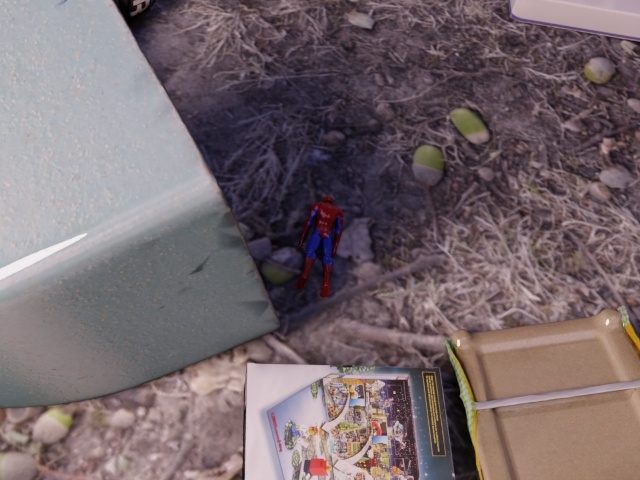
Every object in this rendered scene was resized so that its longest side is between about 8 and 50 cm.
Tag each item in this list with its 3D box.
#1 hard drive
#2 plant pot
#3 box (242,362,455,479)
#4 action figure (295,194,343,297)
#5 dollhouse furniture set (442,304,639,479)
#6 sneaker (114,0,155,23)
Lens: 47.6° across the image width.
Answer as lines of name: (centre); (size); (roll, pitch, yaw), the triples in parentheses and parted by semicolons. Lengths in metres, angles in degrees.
hard drive: (0.354, -0.409, 1.008); (0.210, 0.040, 0.319); (8, 56, -5)
plant pot: (-0.208, -0.013, 0.531); (0.252, 0.247, 0.248); (-28, 65, -7)
box: (0.021, 0.207, 0.535); (0.159, 0.044, 0.233); (3, 56, -8)
action figure: (0.000, 0.000, 0.679); (0.038, 0.030, 0.115); (17, 50, -6)
dollhouse furniture set: (0.268, 0.173, 0.593); (0.301, 0.151, 0.198); (-8, 36, 4)
sneaker: (-0.220, -0.231, 0.758); (0.121, 0.079, 0.217); (-20, 61, -21)
